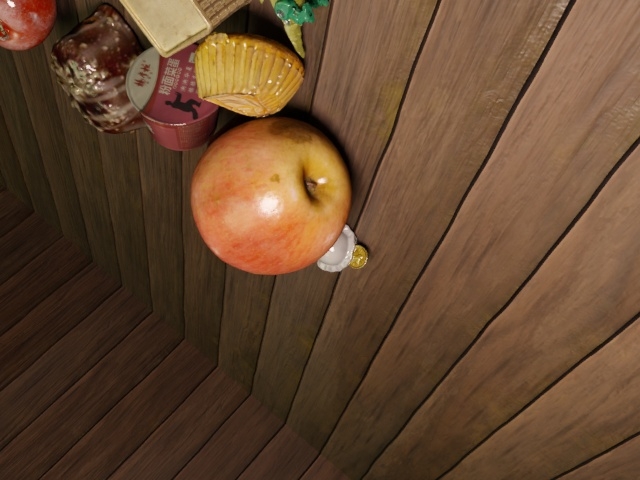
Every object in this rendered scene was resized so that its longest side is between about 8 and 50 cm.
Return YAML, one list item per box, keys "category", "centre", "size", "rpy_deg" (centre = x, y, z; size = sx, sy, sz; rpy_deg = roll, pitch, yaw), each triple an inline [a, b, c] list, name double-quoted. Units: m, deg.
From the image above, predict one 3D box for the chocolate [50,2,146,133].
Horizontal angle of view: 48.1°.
- category: "chocolate"
  centre: [-0.586, -0.433, 1.933]
  size: [0.225, 0.210, 0.340]
  rpy_deg: [14, 139, 39]

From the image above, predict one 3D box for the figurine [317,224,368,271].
- category: "figurine"
  centre: [-0.006, 0.000, 1.836]
  size: [0.271, 0.143, 0.143]
  rpy_deg: [26, 145, 33]

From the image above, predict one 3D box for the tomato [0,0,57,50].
- category: "tomato"
  centre: [-0.852, -0.663, 1.959]
  size: [0.270, 0.227, 0.270]
  rpy_deg: [15, 153, 7]

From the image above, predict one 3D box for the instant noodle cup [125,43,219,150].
- category: "instant noodle cup"
  centre: [-0.345, -0.338, 1.753]
  size: [0.235, 0.235, 0.178]
  rpy_deg: [39, 158, 10]

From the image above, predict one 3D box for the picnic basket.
- category: "picnic basket"
  centre: [-0.309, -0.569, 1.458]
  size: [0.228, 0.175, 0.313]
  rpy_deg: [-6, 128, 51]

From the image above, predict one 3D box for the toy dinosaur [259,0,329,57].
- category: "toy dinosaur"
  centre: [-0.055, -0.456, 1.376]
  size: [0.153, 0.094, 0.259]
  rpy_deg: [16, 147, 40]

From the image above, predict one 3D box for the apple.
- category: "apple"
  centre: [-0.100, -0.104, 1.611]
  size: [0.364, 0.364, 0.364]
  rpy_deg: [31, 148, 23]

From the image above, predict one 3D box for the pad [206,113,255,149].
- category: "pad"
  centre: [-0.188, -0.179, 1.784]
  size: [0.004, 0.181, 0.267]
  rpy_deg: [12, 138, 35]

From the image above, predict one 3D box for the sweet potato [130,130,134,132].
- category: "sweet potato"
  centre: [-0.673, -0.458, 2.126]
  size: [0.341, 0.092, 0.114]
  rpy_deg: [42, 167, 7]

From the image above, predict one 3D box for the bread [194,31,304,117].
- category: "bread"
  centre: [-0.148, -0.344, 1.499]
  size: [0.240, 0.240, 0.139]
  rpy_deg: [-4, 82, 53]
